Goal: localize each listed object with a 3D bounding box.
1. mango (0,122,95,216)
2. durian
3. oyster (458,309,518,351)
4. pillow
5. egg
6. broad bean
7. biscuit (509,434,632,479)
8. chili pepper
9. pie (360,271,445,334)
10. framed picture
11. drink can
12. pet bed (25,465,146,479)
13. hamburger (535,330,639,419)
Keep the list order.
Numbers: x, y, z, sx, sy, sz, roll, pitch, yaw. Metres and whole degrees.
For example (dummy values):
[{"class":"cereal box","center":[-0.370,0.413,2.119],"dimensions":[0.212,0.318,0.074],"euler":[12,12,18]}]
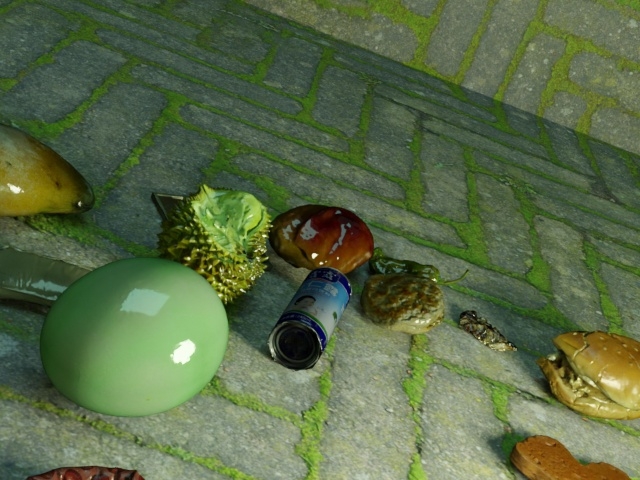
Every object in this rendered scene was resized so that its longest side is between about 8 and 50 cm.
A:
[{"class":"mango","center":[-0.548,-0.121,1.703],"dimensions":[0.316,0.146,0.193],"euler":[14,34,-32]},{"class":"durian","center":[-0.187,0.011,1.694],"dimensions":[0.200,0.176,0.237],"euler":[18,24,-5]},{"class":"oyster","center":[0.339,0.183,1.951],"dimensions":[0.132,0.029,0.086],"euler":[25,25,10]},{"class":"pillow","center":[-0.429,0.066,1.532],"dimensions":[0.208,0.053,0.119],"euler":[16,30,-13]},{"class":"egg","center":[-0.255,0.134,1.346],"dimensions":[0.220,0.220,0.270],"euler":[39,30,30]},{"class":"broad bean","center":[-0.001,0.003,1.927],"dimensions":[0.228,0.122,0.156],"euler":[-3,60,-32]},{"class":"biscuit","center":[0.422,0.389,1.610],"dimensions":[0.192,0.036,0.186],"euler":[36,26,26]},{"class":"chili pepper","center":[0.195,0.076,1.998],"dimensions":[0.204,0.073,0.072],"euler":[19,41,19]},{"class":"pie","center":[0.157,0.121,1.876],"dimensions":[0.163,0.079,0.193],"euler":[11,27,-1]},{"class":"framed picture","center":[-0.218,-0.020,1.915],"dimensions":[0.184,0.016,0.250],"euler":[5,30,-32]},{"class":"drink can","center":[-0.015,0.132,1.692],"dimensions":[0.097,0.097,0.235],"euler":[25,25,5]},{"class":"pet bed","center":[-0.270,0.339,1.134],"dimensions":[0.201,0.053,0.201],"euler":[13,29,-8]},{"class":"hamburger","center":[0.564,0.264,1.844],"dimensions":[0.283,0.144,0.156],"euler":[13,27,-24]}]
